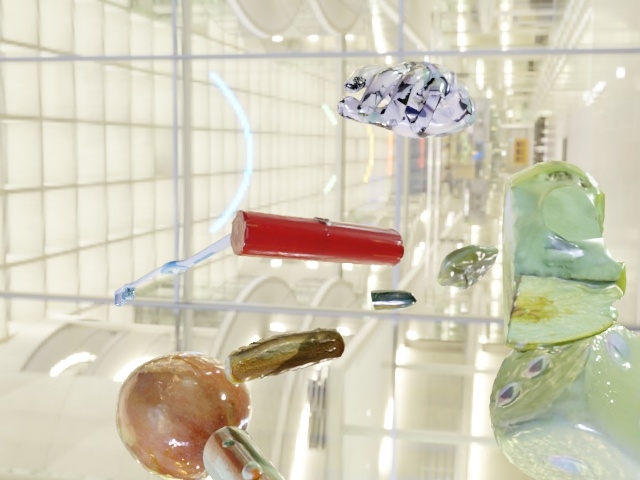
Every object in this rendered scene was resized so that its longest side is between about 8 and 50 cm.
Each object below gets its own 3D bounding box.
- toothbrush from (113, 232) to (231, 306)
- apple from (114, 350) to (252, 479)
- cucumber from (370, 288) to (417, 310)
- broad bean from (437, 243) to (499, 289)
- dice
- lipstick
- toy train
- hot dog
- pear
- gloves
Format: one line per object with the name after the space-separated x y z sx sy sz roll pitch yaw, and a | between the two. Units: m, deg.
-0.291 0.049 1.753 0.040 0.386 0.040 39 -144 -37 | toothbrush
-0.255 0.317 1.587 0.253 0.254 0.253 2 -90 -77 | apple
0.166 0.134 1.946 0.048 0.105 0.048 -3 -90 -74 | cucumber
0.332 0.056 1.935 0.072 0.153 0.207 53 -176 14 | broad bean
0.482 0.306 1.580 0.252 0.254 0.249 -33 27 49 | dice
-0.001 0.000 1.340 0.073 0.280 0.073 -18 70 60 | lipstick
-0.077 0.379 1.201 0.285 0.116 0.177 35 145 55 | toy train
-0.059 0.179 1.381 0.047 0.216 0.066 18 116 57 | hot dog
0.390 0.008 1.412 0.286 0.177 0.281 80 -169 -56 | pear
0.113 -0.194 1.150 0.212 0.128 0.111 20 -88 -44 | gloves
